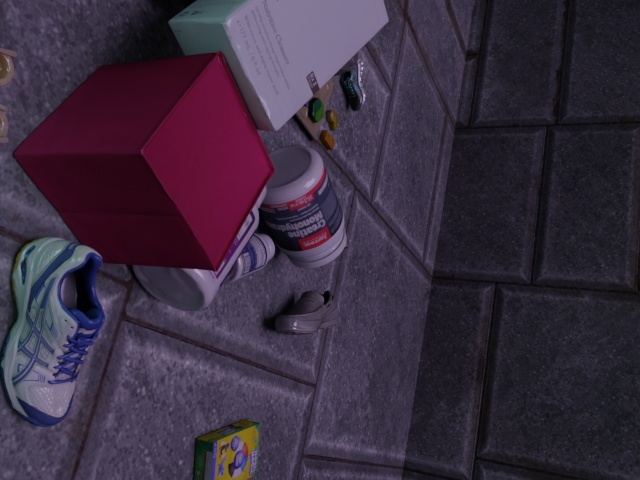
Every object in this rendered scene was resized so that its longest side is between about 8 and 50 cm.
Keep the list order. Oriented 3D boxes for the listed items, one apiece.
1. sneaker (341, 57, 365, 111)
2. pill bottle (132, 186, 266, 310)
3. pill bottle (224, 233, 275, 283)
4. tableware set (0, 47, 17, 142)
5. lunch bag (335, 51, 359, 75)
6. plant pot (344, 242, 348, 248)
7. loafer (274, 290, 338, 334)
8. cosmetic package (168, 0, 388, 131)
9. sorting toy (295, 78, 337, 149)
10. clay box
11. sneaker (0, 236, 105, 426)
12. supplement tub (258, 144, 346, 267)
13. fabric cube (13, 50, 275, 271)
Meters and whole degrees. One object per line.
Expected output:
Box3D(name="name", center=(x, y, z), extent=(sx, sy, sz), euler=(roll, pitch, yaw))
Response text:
Box3D(name="sneaker", center=(0.094, -0.489, 1.939), extent=(0.076, 0.065, 0.167), euler=(-18, 107, -44))
Box3D(name="pill bottle", center=(-0.224, -0.023, 1.222), extent=(0.302, 0.169, 0.169), euler=(-62, 144, -39))
Box3D(name="pill bottle", center=(-0.176, 0.034, 1.404), extent=(0.169, 0.094, 0.094), euler=(-23, 114, -61))
Box3D(name="tableware set", center=(-0.485, -0.214, 0.845), extent=(0.141, 0.020, 0.169), euler=(8, 86, -63))
Box3D(name="lunch bag", center=(-0.056, -0.513, 1.407), extent=(0.212, 0.256, 0.305), euler=(8, 83, -42))
Box3D(name="plant pot", center=(0.000, 0.000, 1.734), extent=(0.134, 0.134, 0.095), euler=(-13, 79, -62))
Box3D(name="loafer", center=(-0.038, 0.195, 1.691), extent=(0.319, 0.112, 0.112), euler=(1, 87, -71))
Box3D(name="cosmetic package", center=(-0.056, -0.394, 1.107), extent=(0.385, 0.156, 0.217), euler=(-50, 135, -26))
Box3D(name="sorting toy", center=(-0.004, -0.404, 1.755), extent=(0.307, 0.041, 0.229), euler=(47, 52, -55))
Box3D(name="clay box", center=(-0.206, 0.501, 1.439), extent=(0.222, 0.053, 0.128), euler=(5, 89, -62))
Box3D(name="sneaker", center=(-0.398, 0.146, 0.938), extent=(0.112, 0.130, 0.297), euler=(-10, 103, -64))
Box3D(name="supplement tub", center=(-0.050, -0.081, 1.533), extent=(0.191, 0.191, 0.272), euler=(-65, 146, -36))
Box3D(name="fabric cube", center=(-0.270, -0.126, 1.019), extent=(0.254, 0.258, 0.259), euler=(-66, 146, -38))
